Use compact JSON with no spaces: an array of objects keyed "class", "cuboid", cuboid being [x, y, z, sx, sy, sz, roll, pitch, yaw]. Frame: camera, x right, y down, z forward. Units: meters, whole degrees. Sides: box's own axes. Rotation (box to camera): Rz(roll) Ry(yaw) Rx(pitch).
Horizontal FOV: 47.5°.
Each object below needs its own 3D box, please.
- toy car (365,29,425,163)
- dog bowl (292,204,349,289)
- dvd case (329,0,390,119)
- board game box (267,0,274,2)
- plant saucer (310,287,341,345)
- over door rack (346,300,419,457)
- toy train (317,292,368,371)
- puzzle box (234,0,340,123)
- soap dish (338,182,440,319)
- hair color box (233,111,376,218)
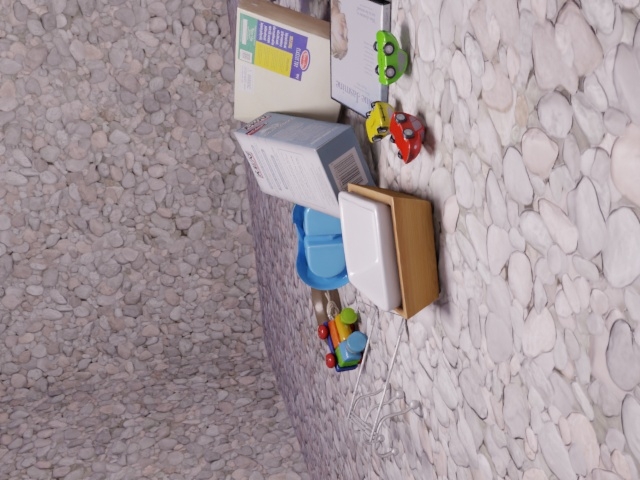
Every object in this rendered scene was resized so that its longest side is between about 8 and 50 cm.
[{"class":"toy car","cuboid":[0.137,-0.273,1.340,0.239,0.053,0.224,-130,33,-66]},{"class":"dog bowl","cuboid":[0.013,-0.016,1.893,0.074,0.166,0.297,-97,3,-62]},{"class":"dvd case","cuboid":[0.076,-0.378,1.480,0.180,0.022,0.253,39,141,43]},{"class":"board game box","cuboid":[-0.093,-0.714,1.786,0.390,0.050,0.389,156,122,-77]},{"class":"plant saucer","cuboid":[0.018,0.196,2.304,0.278,0.041,0.277,170,90,-77]},{"class":"over door rack","cuboid":[0.146,0.313,1.692,0.239,0.108,0.324,176,98,-78]},{"class":"toy train","cuboid":[0.058,0.226,2.021,0.143,0.105,0.248,118,141,-55]},{"class":"puzzle box","cuboid":[-0.069,-0.384,1.740,0.409,0.272,0.052,106,-175,-63]},{"class":"soap dish","cuboid":[0.132,0.007,1.432,0.291,0.118,0.228,-146,47,-73]},{"class":"hair color box","cuboid":[-0.041,-0.184,1.712,0.374,0.114,0.185,21,142,53]}]
